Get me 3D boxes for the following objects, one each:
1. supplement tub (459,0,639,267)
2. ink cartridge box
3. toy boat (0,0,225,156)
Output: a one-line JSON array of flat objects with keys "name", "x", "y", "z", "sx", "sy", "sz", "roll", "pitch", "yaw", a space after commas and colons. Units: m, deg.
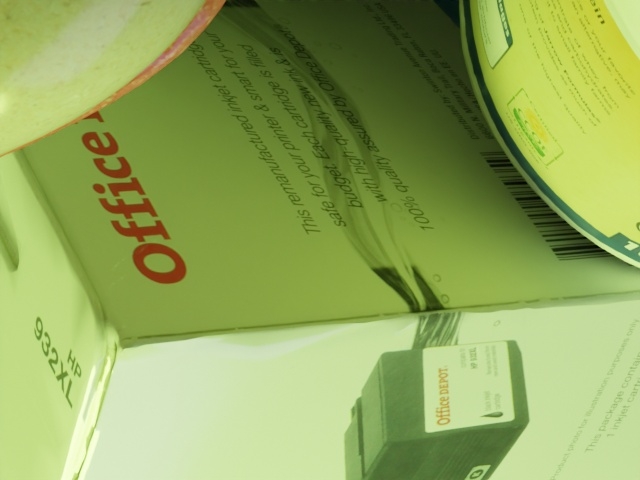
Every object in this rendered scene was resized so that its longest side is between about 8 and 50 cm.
[{"name": "supplement tub", "x": 0.175, "y": -0.106, "z": 0.593, "sx": 0.228, "sy": 0.228, "sz": 0.316, "roll": -17, "pitch": 175, "yaw": -5}, {"name": "ink cartridge box", "x": 0.000, "y": 0.000, "z": 0.788, "sx": 0.307, "sy": 0.223, "sz": 0.129, "roll": -4, "pitch": 132, "yaw": -30}, {"name": "toy boat", "x": -0.110, "y": -0.093, "z": 0.417, "sx": 0.231, "sy": 0.151, "sz": 0.151, "roll": -19, "pitch": -155, "yaw": 26}]
